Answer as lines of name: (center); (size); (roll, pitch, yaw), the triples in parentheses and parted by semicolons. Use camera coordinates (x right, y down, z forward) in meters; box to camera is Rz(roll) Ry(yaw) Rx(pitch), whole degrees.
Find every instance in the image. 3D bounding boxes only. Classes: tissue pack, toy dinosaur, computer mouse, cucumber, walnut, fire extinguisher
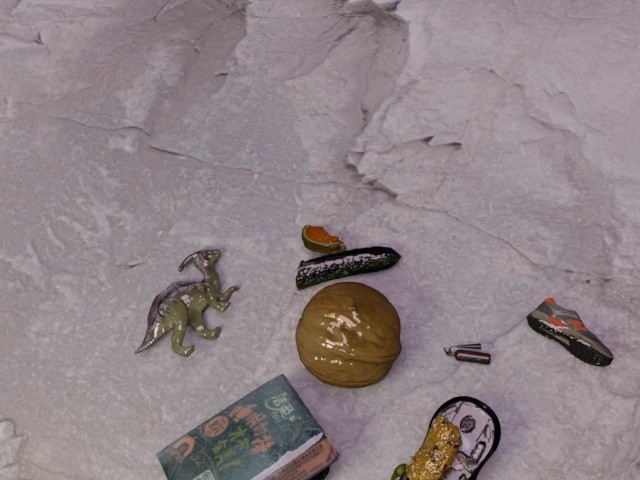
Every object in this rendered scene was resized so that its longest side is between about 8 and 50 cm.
tissue pack: (-0.149, 0.427, 1.702); (0.316, 0.103, 0.228); (-31, 37, -9)
toy dinosaur: (-0.288, 0.148, 1.907); (0.162, 0.077, 0.294); (25, 55, 20)
computer mouse: (0.266, 0.425, 1.717); (0.137, 0.096, 0.233); (32, 82, 27)
cucumber: (0.060, 0.053, 1.928); (0.245, 0.067, 0.067); (-13, 65, -3)
walnut: (0.061, 0.198, 1.785); (0.228, 0.228, 0.228); (-2, 65, 4)
fire extinguisher: (0.313, 0.238, 1.827); (0.100, 0.046, 0.032); (8, 53, 7)

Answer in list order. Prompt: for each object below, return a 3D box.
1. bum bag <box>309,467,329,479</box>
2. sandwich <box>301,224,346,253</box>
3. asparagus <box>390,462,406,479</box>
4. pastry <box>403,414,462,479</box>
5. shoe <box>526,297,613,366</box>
bum bag: (-0.113, 0.523, 1.715); (0.137, 0.074, 0.310); (30, 64, 33)
sandwich: (-0.002, 0.000, 1.948); (0.067, 0.029, 0.135); (-23, 32, -29)
asparagus: (0.131, 0.554, 1.706); (0.034, 0.027, 0.236); (9, 65, 21)
pastry: (0.222, 0.412, 1.653); (0.080, 0.056, 0.140); (33, 88, 35)
shoe: (0.539, 0.190, 1.819); (0.194, 0.074, 0.077); (31, 66, 19)
